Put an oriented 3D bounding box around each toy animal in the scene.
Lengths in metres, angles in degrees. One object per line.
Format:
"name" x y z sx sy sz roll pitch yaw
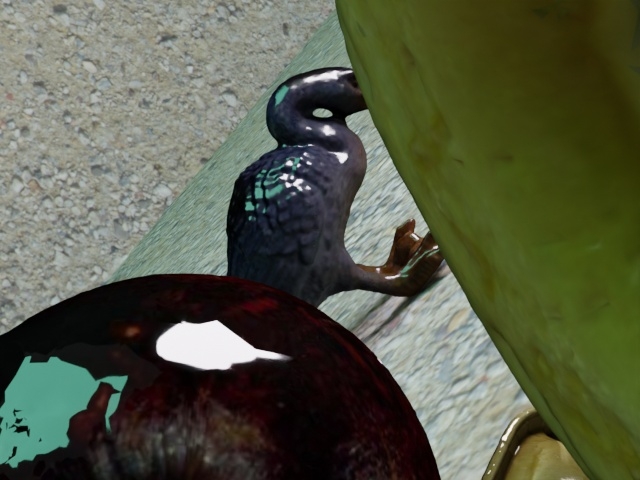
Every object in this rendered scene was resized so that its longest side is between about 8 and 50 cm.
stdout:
"toy animal" 0.000 0.000 1.092 0.298 0.185 0.122 -64 18 4

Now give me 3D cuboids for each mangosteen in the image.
"mangosteen" -0.081 0.159 0.665 0.297 0.297 0.293 -45 16 3

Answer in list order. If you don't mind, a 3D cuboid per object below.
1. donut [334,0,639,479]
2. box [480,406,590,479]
"donut" 0.151 -0.061 0.351 0.198 0.448 0.449 -26 7 -20
"box" 0.098 0.156 0.530 0.111 0.111 0.177 -31 20 46
